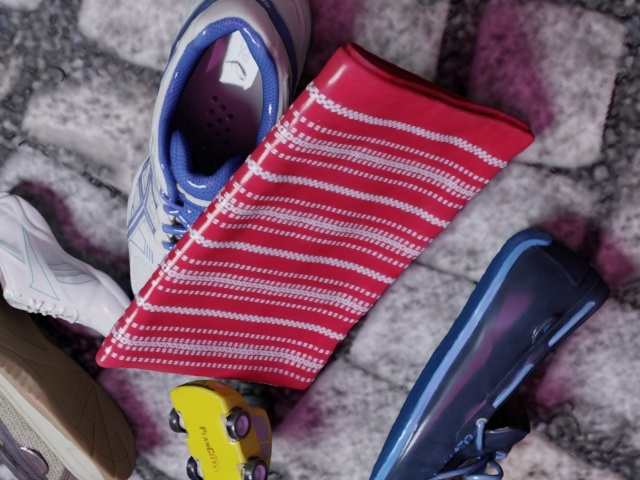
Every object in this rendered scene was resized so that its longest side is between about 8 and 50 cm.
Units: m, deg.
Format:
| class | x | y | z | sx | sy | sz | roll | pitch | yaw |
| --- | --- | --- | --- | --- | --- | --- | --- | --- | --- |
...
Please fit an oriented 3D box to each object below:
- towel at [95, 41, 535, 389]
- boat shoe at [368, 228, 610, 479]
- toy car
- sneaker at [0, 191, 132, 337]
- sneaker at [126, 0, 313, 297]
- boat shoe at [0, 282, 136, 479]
| class | x | y | z | sx | sy | sz | roll | pitch | yaw |
| --- | --- | --- | --- | --- | --- | --- | --- | --- | --- |
| towel | 0.000 | 0.000 | 0.796 | 0.275 | 0.199 | 0.031 | -49 | 53 | 22 |
| boat shoe | 0.112 | 0.119 | 0.852 | 0.089 | 0.109 | 0.258 | 30 | 115 | 0 |
| toy car | -0.029 | 0.224 | 0.903 | 0.225 | 0.053 | 0.239 | 30 | 129 | 15 |
| sneaker | -0.197 | 0.035 | 0.884 | 0.152 | 0.061 | 0.053 | 41 | 148 | -5 |
| sneaker | -0.083 | -0.037 | 0.809 | 0.111 | 0.131 | 0.296 | 12 | 114 | 2 |
| boat shoe | -0.258 | 0.091 | 0.902 | 0.092 | 0.103 | 0.285 | -35 | 109 | 14 |
